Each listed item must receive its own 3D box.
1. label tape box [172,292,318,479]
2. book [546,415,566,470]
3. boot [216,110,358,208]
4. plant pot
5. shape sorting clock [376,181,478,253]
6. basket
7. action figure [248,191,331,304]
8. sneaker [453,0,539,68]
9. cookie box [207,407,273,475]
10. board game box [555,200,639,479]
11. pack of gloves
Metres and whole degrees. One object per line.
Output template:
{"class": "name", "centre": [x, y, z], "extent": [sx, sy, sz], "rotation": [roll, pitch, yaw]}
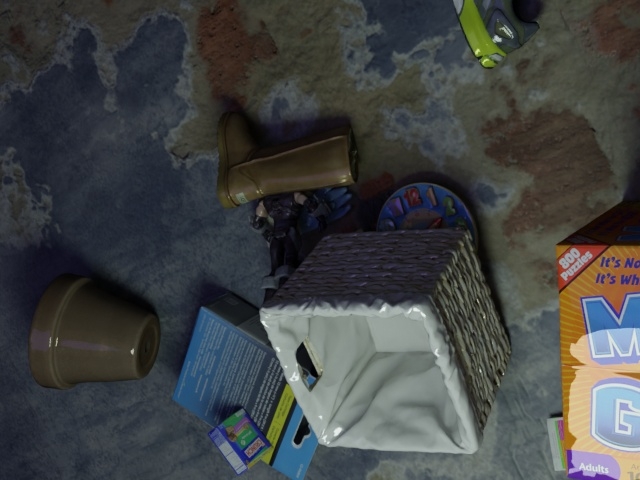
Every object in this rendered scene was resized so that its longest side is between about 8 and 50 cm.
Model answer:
{"class": "label tape box", "centre": [-0.121, 0.306, 2.124], "extent": [0.348, 0.115, 0.249], "rotation": [29, 116, 18]}
{"class": "book", "centre": [0.473, 0.353, 1.792], "extent": [0.144, 0.035, 0.096], "rotation": [-17, 81, 46]}
{"class": "boot", "centre": [-0.063, -0.178, 1.972], "extent": [0.270, 0.089, 0.236], "rotation": [-13, 60, 17]}
{"class": "plant pot", "centre": [-0.492, 0.221, 2.270], "extent": [0.229, 0.263, 0.263], "rotation": [10, 108, 12]}
{"class": "shape sorting clock", "centre": [0.192, -0.005, 1.865], "extent": [0.206, 0.040, 0.206], "rotation": [4, 97, 34]}
{"class": "basket", "centre": [0.130, 0.169, 1.787], "extent": [0.331, 0.266, 0.328], "rotation": [-3, 123, 33]}
{"class": "action figure", "centre": [-0.069, -0.008, 1.988], "extent": [0.185, 0.099, 0.285], "rotation": [-15, 66, 43]}
{"class": "sneaker", "centre": [0.272, -0.448, 1.707], "extent": [0.121, 0.111, 0.300], "rotation": [-24, 95, 24]}
{"class": "cookie box", "centre": [-0.161, 0.407, 2.056], "extent": [0.107, 0.092, 0.040], "rotation": [52, 126, 6]}
{"class": "board game box", "centre": [0.582, 0.144, 1.499], "extent": [0.357, 0.356, 0.356], "rotation": [2, 103, 31]}
{"class": "pack of gloves", "centre": [0.000, 0.000, 2.023], "extent": [0.232, 0.046, 0.195], "rotation": [-25, 74, 34]}
